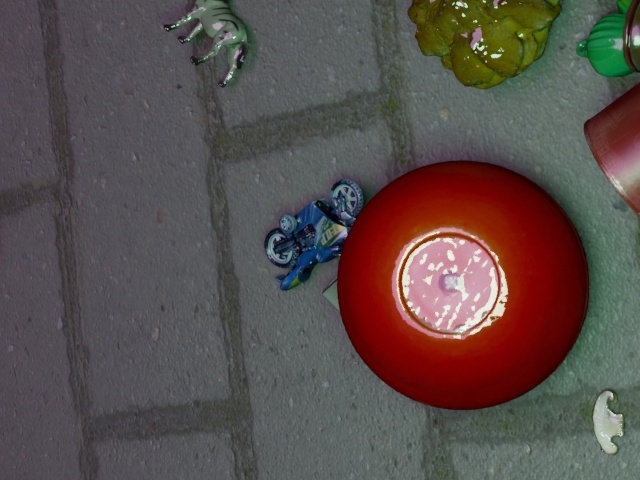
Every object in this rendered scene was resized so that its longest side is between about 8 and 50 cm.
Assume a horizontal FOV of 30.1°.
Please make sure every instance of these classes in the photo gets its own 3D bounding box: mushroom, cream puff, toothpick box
[{"bbox_3d":[0.441,0.278,1.818,0.049,0.019,0.101,0,92,34],"label":"mushroom"},{"bbox_3d":[0.254,-0.360,1.860,0.244,0.196,0.244,4,111,10],"label":"cream puff"},{"bbox_3d":[0.557,-0.183,1.635,0.333,0.204,0.204,-39,70,27],"label":"toothpick box"}]

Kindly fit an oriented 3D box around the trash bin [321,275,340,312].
[{"bbox_3d":[0.086,0.097,2.000,0.130,0.059,0.116,44,115,-4],"label":"trash bin"}]

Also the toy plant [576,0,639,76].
[{"bbox_3d":[0.466,-0.311,1.759,0.200,0.105,0.142,8,79,47],"label":"toy plant"}]

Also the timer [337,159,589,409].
[{"bbox_3d":[0.213,0.067,1.796,0.378,0.279,0.377,-1,87,17],"label":"timer"}]

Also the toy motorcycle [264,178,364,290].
[{"bbox_3d":[0.000,0.000,2.071,0.254,0.092,0.135,-35,81,38],"label":"toy motorcycle"}]

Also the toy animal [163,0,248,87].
[{"bbox_3d":[-0.191,-0.414,2.210,0.176,0.073,0.217,-41,72,10],"label":"toy animal"}]
